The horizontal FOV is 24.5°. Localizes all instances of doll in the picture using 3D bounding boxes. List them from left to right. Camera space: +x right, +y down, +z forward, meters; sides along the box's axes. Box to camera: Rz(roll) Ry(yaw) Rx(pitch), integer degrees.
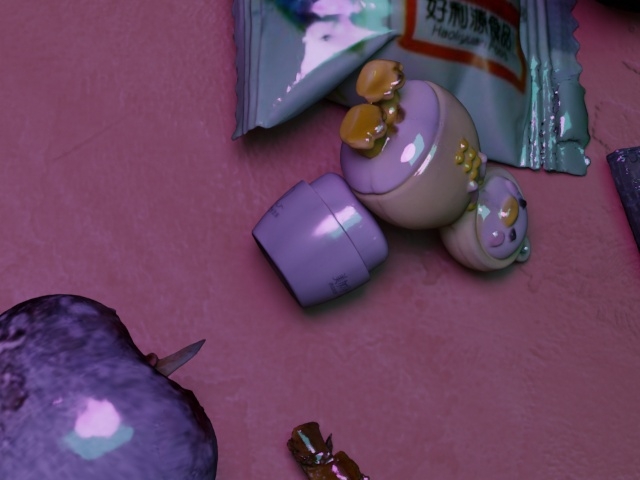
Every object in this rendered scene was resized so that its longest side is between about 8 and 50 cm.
[{"bbox_3d":[0.123,-0.058,1.403,0.296,0.117,0.141,33,61,-36],"label":"doll"}]

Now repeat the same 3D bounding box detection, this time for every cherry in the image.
[{"bbox_3d":[-0.219,0.178,1.290,0.296,0.218,0.255,-42,84,-5],"label":"cherry"}]

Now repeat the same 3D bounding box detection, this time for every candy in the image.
[{"bbox_3d":[0.099,-0.211,1.488,0.397,0.172,0.263,7,84,-27],"label":"candy"}]

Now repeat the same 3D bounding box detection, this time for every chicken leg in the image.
[{"bbox_3d":[0.046,0.254,1.377,0.101,0.085,0.207,-39,75,18],"label":"chicken leg"}]

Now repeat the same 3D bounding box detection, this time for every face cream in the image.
[{"bbox_3d":[0.000,0.000,1.419,0.104,0.117,0.117,-33,82,-6],"label":"face cream"}]

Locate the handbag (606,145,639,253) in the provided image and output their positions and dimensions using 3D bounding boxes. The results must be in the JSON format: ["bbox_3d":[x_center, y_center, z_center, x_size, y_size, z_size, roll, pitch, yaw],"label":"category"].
[{"bbox_3d":[0.434,-0.027,1.513,0.270,0.089,0.175,-1,68,-9],"label":"handbag"}]

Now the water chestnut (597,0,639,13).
[{"bbox_3d":[0.322,-0.378,1.464,0.300,0.300,0.300,2,75,-8],"label":"water chestnut"}]
